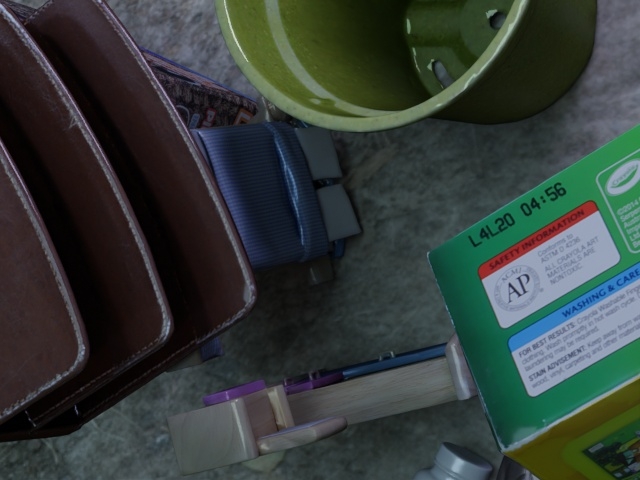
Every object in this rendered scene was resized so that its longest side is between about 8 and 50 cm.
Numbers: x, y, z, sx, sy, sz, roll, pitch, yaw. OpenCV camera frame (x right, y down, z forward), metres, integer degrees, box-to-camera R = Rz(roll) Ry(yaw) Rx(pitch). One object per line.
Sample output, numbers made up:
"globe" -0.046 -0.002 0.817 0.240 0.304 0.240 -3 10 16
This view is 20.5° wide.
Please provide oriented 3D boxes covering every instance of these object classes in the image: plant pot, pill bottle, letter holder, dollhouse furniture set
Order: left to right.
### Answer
"letter holder" -0.209 -0.034 1.304 0.214 0.152 0.301 -33 76 17
"dollhouse furniture set" 0.000 0.000 1.427 0.198 0.286 0.303 -17 87 27
"pill bottle" 0.096 0.229 1.469 0.065 0.065 0.116 30 98 29
"plant pot" 0.096 -0.200 1.418 0.276 0.254 0.276 -4 81 28

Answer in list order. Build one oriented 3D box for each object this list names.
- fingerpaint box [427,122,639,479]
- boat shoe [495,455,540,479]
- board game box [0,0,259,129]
"fingerpaint box" 0.354 0.025 1.107 0.445 0.371 0.163 -32 51 17
"boat shoe" 0.222 0.117 1.398 0.116 0.123 0.324 15 84 -4
"board game box" -0.221 -0.111 1.564 0.232 0.291 0.141 26 98 29
